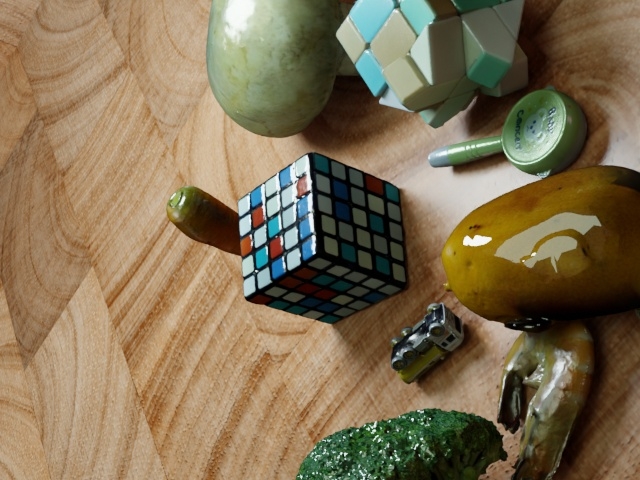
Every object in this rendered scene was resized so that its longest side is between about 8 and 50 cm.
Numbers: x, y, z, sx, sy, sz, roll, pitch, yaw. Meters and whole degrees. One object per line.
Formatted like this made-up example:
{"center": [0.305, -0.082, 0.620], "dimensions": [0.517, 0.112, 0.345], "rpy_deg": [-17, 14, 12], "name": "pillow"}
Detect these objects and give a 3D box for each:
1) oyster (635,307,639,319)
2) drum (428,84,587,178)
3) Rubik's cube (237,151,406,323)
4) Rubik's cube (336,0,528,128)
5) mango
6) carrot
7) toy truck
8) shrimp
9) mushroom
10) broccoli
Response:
{"center": [0.407, 0.115, 1.197], "dimensions": [0.098, 0.037, 0.100], "rpy_deg": [-34, 70, 61], "name": "oyster"}
{"center": [0.253, -0.117, 1.455], "dimensions": [0.253, 0.049, 0.130], "rpy_deg": [-30, 54, 40], "name": "drum"}
{"center": [0.000, 0.000, 1.603], "dimensions": [0.182, 0.187, 0.184], "rpy_deg": [-29, 52, 40], "name": "Rubik's cube"}
{"center": [0.178, -0.276, 1.488], "dimensions": [0.213, 0.265, 0.224], "rpy_deg": [58, 143, 16], "name": "Rubik's cube"}
{"center": [0.280, 0.011, 1.287], "dimensions": [0.287, 0.152, 0.201], "rpy_deg": [-19, 23, 32], "name": "mango"}
{"center": [-0.177, -0.025, 1.824], "dimensions": [0.087, 0.193, 0.087], "rpy_deg": [-30, 43, 33], "name": "carrot"}
{"center": [0.146, 0.146, 1.467], "dimensions": [0.123, 0.063, 0.052], "rpy_deg": [-45, 23, 27], "name": "toy truck"}
{"center": [0.267, 0.204, 1.301], "dimensions": [0.150, 0.068, 0.248], "rpy_deg": [-8, 64, 62], "name": "shrimp"}
{"center": [-0.058, -0.341, 1.749], "dimensions": [0.352, 0.260, 0.352], "rpy_deg": [-179, 90, -82], "name": "mushroom"}
{"center": [0.102, 0.332, 1.268], "dimensions": [0.275, 0.308, 0.307], "rpy_deg": [43, 110, 26], "name": "broccoli"}
